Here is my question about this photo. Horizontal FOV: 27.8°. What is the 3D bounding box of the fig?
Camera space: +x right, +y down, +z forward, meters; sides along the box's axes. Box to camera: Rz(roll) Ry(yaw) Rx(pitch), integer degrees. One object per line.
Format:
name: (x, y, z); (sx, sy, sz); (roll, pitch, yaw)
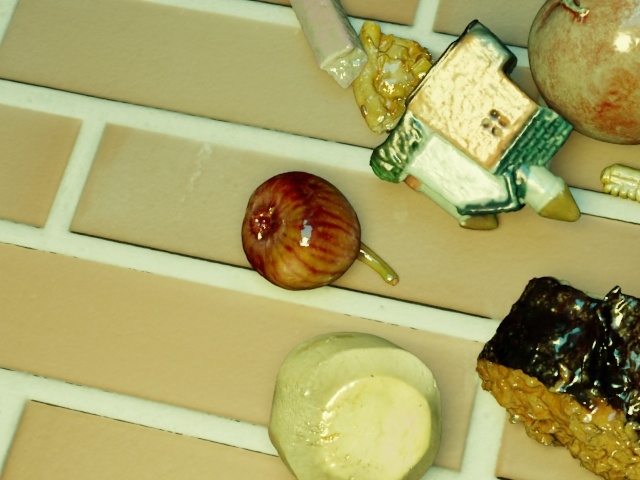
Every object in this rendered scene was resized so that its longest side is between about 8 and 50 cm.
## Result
fig: (-0.006, -0.005, 1.811); (0.175, 0.207, 0.175); (-8, 79, 43)

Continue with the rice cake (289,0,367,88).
rice cake: (-0.019, -0.391, 1.994); (0.072, 0.056, 0.365); (-35, 58, 24)

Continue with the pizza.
pizza: (0.123, -0.244, 1.941); (0.161, 0.062, 0.182); (8, 66, 7)

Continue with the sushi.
sushi: (0.362, 0.183, 1.637); (0.348, 0.234, 0.207); (30, 72, 33)

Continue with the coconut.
coconut: (0.038, 0.228, 1.663); (0.241, 0.241, 0.241); (-1, 66, 3)

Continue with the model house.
model house: (0.243, -0.117, 1.792); (0.291, 0.184, 0.253); (43, 102, 13)

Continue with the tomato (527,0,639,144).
tomato: (0.441, -0.287, 1.800); (0.316, 0.316, 0.282); (-44, 100, -14)

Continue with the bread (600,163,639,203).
bread: (0.446, -0.081, 1.862); (0.088, 0.033, 0.049); (15, 82, 14)
